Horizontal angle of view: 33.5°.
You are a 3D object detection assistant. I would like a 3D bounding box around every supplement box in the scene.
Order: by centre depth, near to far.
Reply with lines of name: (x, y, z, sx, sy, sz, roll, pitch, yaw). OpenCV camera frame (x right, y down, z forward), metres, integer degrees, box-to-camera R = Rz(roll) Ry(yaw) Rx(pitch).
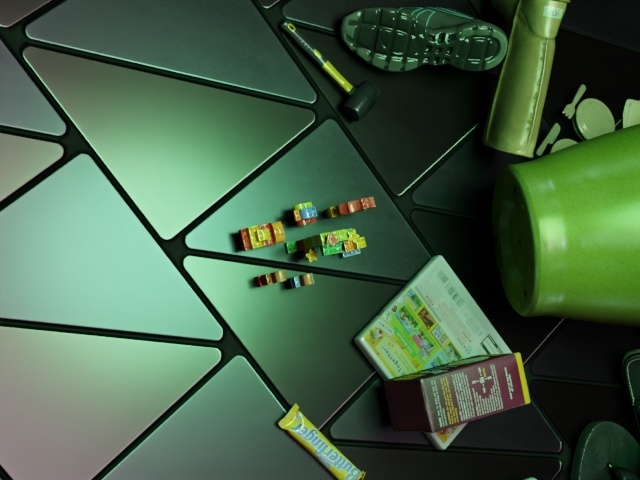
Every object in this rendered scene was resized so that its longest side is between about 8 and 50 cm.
supplement box: (0.203, 0.225, 1.584, 0.188, 0.104, 0.080, -10, 87, -31)

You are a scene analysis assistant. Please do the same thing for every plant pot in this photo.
plant pot: (0.465, -0.017, 1.655, 0.353, 0.366, 0.366, -6, 85, -7)

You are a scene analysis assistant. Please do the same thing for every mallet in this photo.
mallet: (0.017, -0.271, 1.628, 0.062, 0.039, 0.189, -44, 100, -26)

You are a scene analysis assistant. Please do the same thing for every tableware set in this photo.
tableware set: (0.449, -0.166, 1.853, 0.128, 0.039, 0.194, 43, 61, -11)

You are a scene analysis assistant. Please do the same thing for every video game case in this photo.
video game case: (0.184, 0.173, 1.657, 0.206, 0.026, 0.227, -44, 105, -27)

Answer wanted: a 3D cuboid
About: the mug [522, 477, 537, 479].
mug: (0.313, 0.417, 1.673, 0.064, 0.062, 0.078, -4, 78, -22)

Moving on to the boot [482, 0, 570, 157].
boot: (0.312, -0.285, 1.742, 0.089, 0.236, 0.269, 9, 101, -10)

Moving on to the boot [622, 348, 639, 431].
boot: (0.567, 0.312, 1.770, 0.236, 0.085, 0.178, 67, 21, -8)

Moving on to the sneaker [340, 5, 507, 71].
sneaker: (0.158, -0.323, 1.688, 0.268, 0.106, 0.101, 7, 118, -12)

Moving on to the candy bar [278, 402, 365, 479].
candy bar: (0.004, 0.302, 1.539, 0.161, 0.018, 0.040, 46, 64, -15)

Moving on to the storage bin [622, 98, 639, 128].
storage bin: (0.717, -0.205, 1.882, 0.260, 0.262, 0.123, 6, 82, -29)

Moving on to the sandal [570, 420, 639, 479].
sandal: (0.524, 0.515, 1.748, 0.168, 0.107, 0.445, -6, 84, -31)

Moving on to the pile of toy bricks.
pile of toy bricks: (0.000, 0.000, 1.533, 0.212, 0.105, 0.118, -14, 89, -30)
